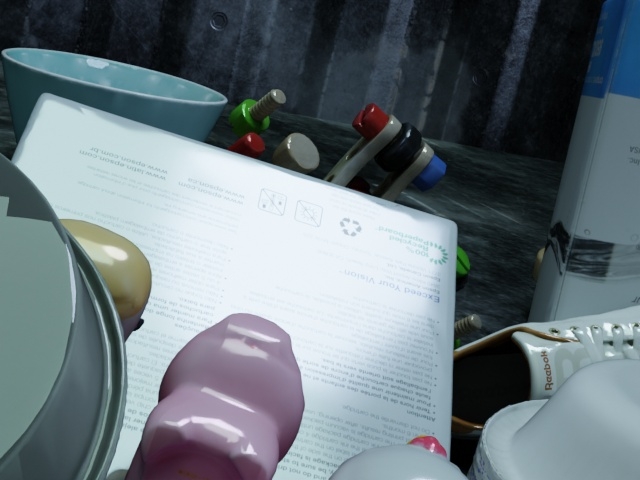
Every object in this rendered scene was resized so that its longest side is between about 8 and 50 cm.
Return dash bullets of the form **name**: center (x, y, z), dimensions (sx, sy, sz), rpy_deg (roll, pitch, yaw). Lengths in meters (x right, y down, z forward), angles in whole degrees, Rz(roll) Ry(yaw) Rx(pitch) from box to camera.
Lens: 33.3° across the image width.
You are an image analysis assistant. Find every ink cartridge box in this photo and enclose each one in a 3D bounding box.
- **ink cartridge box**: center (-0.073, 0.076, 0.696), dimensions (0.324, 0.071, 0.330), rpy_deg (18, 49, -10)
- **ink cartridge box**: center (0.355, 0.003, 0.956), dimensions (0.285, 0.395, 0.166), rpy_deg (12, 10, 3)

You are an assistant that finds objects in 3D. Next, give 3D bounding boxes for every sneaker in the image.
- **sneaker**: center (0.215, 0.108, 0.832), dimensions (0.290, 0.106, 0.123), rpy_deg (-14, -13, 11)

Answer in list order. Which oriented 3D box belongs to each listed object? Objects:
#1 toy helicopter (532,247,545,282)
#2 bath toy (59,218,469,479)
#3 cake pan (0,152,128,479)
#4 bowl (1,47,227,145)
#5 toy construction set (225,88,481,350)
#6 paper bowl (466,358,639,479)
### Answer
- **toy helicopter**: center (0.428, 0.083, 1.292), dimensions (0.355, 0.140, 0.235), rpy_deg (20, 16, 18)
- **bath toy**: center (-0.071, 0.095, 0.558), dimensions (0.348, 0.151, 0.129), rpy_deg (25, 4, -1)
- **cake pan**: center (-0.225, 0.043, 0.426), dimensions (0.293, 0.054, 0.293), rpy_deg (6, 47, -6)
- **bowl**: center (-0.296, -0.154, 1.492), dimensions (0.311, 0.163, 0.311), rpy_deg (12, 13, -3)
- **toy construction set**: center (-0.028, -0.010, 1.129), dimensions (0.309, 0.257, 0.237), rpy_deg (24, -40, -35)
- **paper bowl**: center (0.235, 0.175, 0.670), dimensions (0.284, 0.148, 0.284), rpy_deg (14, 13, -3)
